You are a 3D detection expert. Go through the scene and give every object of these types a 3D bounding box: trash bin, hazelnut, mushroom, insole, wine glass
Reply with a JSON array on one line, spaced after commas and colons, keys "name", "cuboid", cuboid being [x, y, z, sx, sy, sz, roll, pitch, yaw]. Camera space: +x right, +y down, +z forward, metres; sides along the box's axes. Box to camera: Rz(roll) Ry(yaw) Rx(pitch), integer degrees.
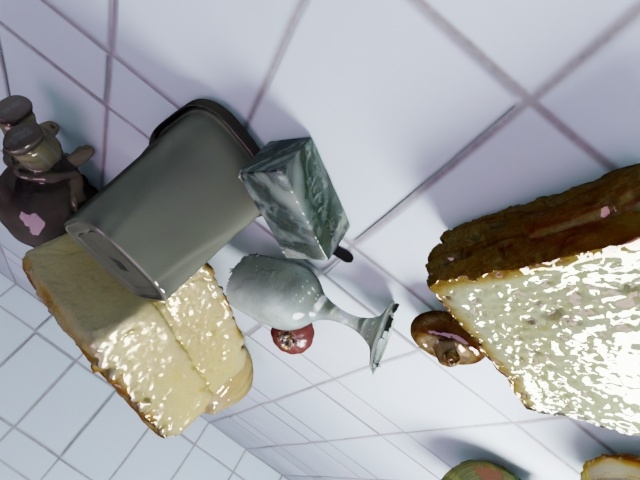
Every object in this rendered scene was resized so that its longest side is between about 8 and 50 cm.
[{"name": "trash bin", "cuboid": [-0.229, -0.051, 0.684, 0.219, 0.250, 0.219, -7, 128, 51]}, {"name": "hazelnut", "cuboid": [-0.316, 0.375, 1.249, 0.261, 0.241, 0.261, -10, 131, -12]}, {"name": "mushroom", "cuboid": [0.212, 0.161, 0.723, 0.126, 0.084, 0.109, 25, 178, 9]}, {"name": "insole", "cuboid": [0.000, 0.000, 0.770, 0.135, 0.002, 0.045, 31, 145, 4]}, {"name": "wine glass", "cuboid": [-0.017, 0.124, 0.811, 0.321, 0.143, 0.143, 20, 142, 18]}]

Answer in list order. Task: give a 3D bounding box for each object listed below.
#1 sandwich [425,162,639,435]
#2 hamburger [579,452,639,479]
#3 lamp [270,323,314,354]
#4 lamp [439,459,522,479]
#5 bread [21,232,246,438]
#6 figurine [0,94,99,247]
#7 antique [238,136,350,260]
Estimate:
[{"name": "sandwich", "cuboid": [0.322, 0.092, 0.519, 0.325, 0.131, 0.262, 48, 141, -13]}, {"name": "hamburger", "cuboid": [0.558, 0.500, 0.718, 0.291, 0.225, 0.291, 26, 142, 23]}, {"name": "lamp", "cuboid": [-0.063, 0.208, 0.984, 0.101, 0.090, 0.101, 3, 100, 16]}, {"name": "lamp", "cuboid": [0.386, 0.650, 1.029, 0.250, 0.250, 0.284, 26, 162, 11]}, {"name": "bread", "cuboid": [-0.369, 0.158, 0.926, 0.390, 0.279, 0.371, 30, 147, 39]}, {"name": "figurine", "cuboid": [-0.585, -0.115, 0.928, 0.248, 0.203, 0.380, 34, 143, 6]}, {"name": "antique", "cuboid": [-0.031, -0.053, 0.662, 0.086, 0.088, 0.183, 3, 135, 36]}]
